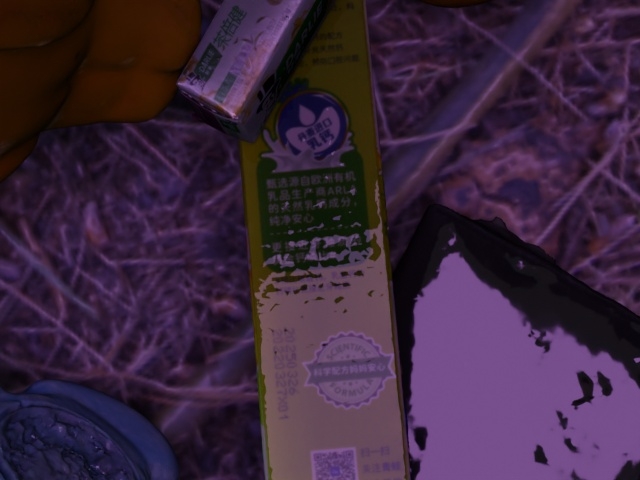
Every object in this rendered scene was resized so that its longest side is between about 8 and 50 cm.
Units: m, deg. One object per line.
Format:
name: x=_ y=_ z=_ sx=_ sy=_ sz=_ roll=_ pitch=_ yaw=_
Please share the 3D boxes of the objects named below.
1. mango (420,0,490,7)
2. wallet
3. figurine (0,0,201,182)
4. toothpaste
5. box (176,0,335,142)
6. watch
mango: x=0.103 y=-0.194 z=0.919 sx=0.159 sy=0.084 sz=0.105 roll=-24 pitch=74 yaw=-21
wallet: x=0.062 y=0.177 z=0.927 sx=0.197 sy=0.051 sz=0.378 roll=29 pitch=88 yaw=2
figurine: x=-0.277 y=-0.191 z=0.794 sx=0.401 sy=0.268 sz=0.387 roll=-30 pitch=70 yaw=-6
toothpaste: x=0.000 y=0.000 z=0.872 sx=0.077 sy=0.110 sz=0.328 roll=-6 pitch=81 yaw=4
box: x=-0.004 y=-0.149 z=0.815 sx=0.041 sy=0.050 sz=0.207 roll=28 pitch=83 yaw=9
watch: x=-0.190 y=0.182 z=0.869 sx=0.211 sy=0.211 sz=0.193 roll=36 pitch=112 yaw=-1
